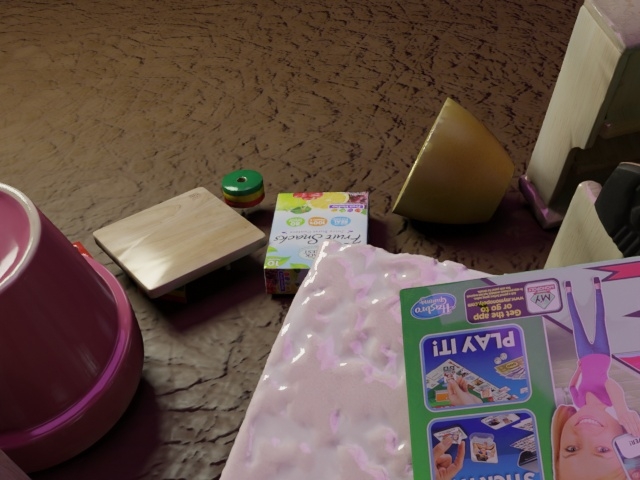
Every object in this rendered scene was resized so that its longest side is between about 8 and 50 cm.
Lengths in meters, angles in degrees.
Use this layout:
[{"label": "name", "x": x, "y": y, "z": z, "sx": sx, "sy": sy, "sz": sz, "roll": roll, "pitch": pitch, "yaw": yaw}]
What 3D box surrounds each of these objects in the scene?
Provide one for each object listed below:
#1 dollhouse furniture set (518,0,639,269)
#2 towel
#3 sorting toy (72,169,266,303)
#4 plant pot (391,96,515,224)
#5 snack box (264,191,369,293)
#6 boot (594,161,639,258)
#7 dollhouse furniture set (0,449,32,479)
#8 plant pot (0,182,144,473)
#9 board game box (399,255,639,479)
[{"label": "dollhouse furniture set", "x": 0.356, "y": -0.002, "z": 0.778, "sx": 0.362, "sy": 0.256, "sz": 0.394, "roll": -15, "pitch": 56, "yaw": -12}, {"label": "towel", "x": 0.095, "y": 0.169, "z": 0.535, "sx": 0.332, "sy": 0.053, "sz": 0.317, "roll": 12, "pitch": 68, "yaw": 25}, {"label": "sorting toy", "x": -0.150, "y": 0.015, "z": 0.914, "sx": 0.274, "sy": 0.046, "sz": 0.132, "roll": -26, "pitch": 39, "yaw": -27}, {"label": "plant pot", "x": 0.146, "y": -0.069, "z": 0.940, "sx": 0.095, "sy": 0.134, "sz": 0.134, "roll": 26, "pitch": 40, "yaw": 3}, {"label": "snack box", "x": 0.000, "y": 0.000, "z": 0.921, "sx": 0.100, "sy": 0.037, "sz": 0.141, "roll": -2, "pitch": 34, "yaw": 6}, {"label": "boot", "x": 0.293, "y": -0.006, "z": 0.587, "sx": 0.198, "sy": 0.077, "sz": 0.137, "roll": 39, "pitch": 53, "yaw": 14}, {"label": "dollhouse furniture set", "x": -0.319, "y": 0.205, "z": 0.556, "sx": 0.212, "sy": 0.161, "sz": 0.242, "roll": -22, "pitch": 22, "yaw": 53}, {"label": "plant pot", "x": -0.258, "y": 0.058, "z": 0.708, "sx": 0.201, "sy": 0.180, "sz": 0.201, "roll": -3, "pitch": 51, "yaw": 3}, {"label": "board game box", "x": 0.207, "y": 0.109, "z": 0.468, "sx": 0.317, "sy": 0.046, "sz": 0.213, "roll": -9, "pitch": 63, "yaw": 14}]
